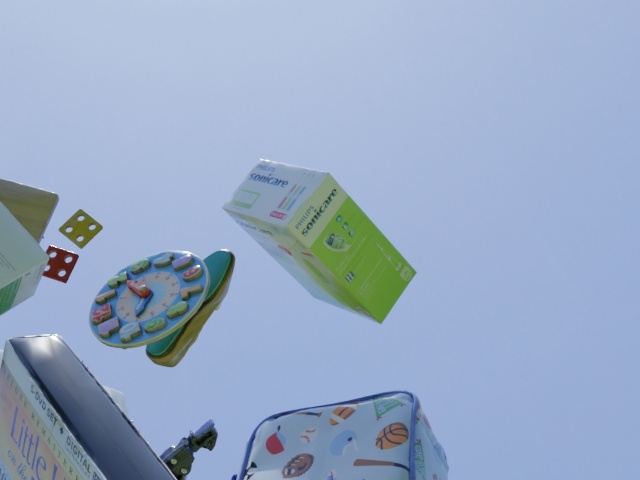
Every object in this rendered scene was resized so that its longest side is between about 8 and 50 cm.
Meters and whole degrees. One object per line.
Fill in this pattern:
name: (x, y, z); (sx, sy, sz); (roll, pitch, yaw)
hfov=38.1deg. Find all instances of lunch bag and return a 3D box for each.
lunch bag: (0.009, 0.294, 0.987); (0.243, 0.303, 0.115); (-16, -63, 18)

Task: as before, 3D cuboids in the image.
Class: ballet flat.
ballet flat: (-0.218, 0.119, 1.615); (0.232, 0.080, 0.073); (-53, -36, -12)

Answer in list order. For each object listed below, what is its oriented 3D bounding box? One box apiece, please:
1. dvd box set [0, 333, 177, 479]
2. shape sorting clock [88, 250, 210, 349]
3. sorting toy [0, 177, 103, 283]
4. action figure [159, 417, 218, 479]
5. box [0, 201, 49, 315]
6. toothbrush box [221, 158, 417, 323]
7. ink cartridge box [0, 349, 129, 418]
dvd box set: (-0.246, 0.342, 0.857); (0.062, 0.307, 0.420); (0, -65, -40)
shape sorting clock: (-0.273, 0.088, 1.469); (0.206, 0.206, 0.040); (-24, -51, 5)
sorting toy: (-0.461, -0.018, 1.368); (0.274, 0.132, 0.046); (15, -25, 4)
action figure: (-0.288, 0.515, 1.770); (0.330, 0.178, 0.341); (44, -90, -14)
box: (-0.402, 0.029, 1.124); (0.102, 0.087, 0.101); (46, -41, 6)
toothbrush box: (0.000, 0.000, 1.607); (0.122, 0.206, 0.283); (-53, -54, -15)
ink cartridge box: (-0.521, 0.344, 1.666); (0.385, 0.308, 0.091); (27, -70, -33)
